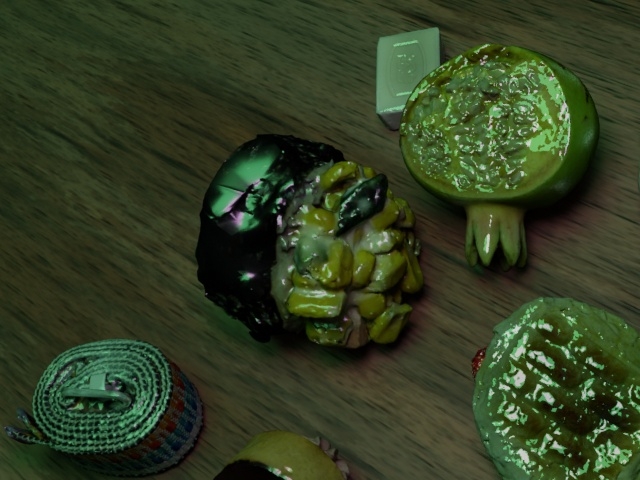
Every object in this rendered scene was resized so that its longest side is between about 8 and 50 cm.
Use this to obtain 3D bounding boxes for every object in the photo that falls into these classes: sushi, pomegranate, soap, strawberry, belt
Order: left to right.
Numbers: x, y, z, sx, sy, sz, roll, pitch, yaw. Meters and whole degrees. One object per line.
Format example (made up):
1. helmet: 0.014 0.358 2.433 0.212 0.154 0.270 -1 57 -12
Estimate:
1. belt: -0.351 0.270 1.820 0.295 0.160 0.207 3 61 25
2. sushi: 0.000 0.000 1.741 0.285 0.329 0.328 13 61 36
3. soap: 0.165 -0.294 2.010 0.121 0.064 0.183 -8 58 16
4. strawberry: 0.273 0.196 1.645 0.096 0.083 0.083 -11 55 4
5. pomegranate: 0.295 -0.130 1.773 0.310 0.216 0.358 0 90 24

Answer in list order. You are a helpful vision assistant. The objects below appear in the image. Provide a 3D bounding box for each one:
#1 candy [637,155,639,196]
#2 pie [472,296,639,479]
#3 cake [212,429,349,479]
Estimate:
1. candy: 0.606 -0.112 1.626 0.295 0.185 0.295 -15 52 21
2. pie: 0.356 0.228 1.547 0.306 0.071 0.306 -2 75 8
3. cake: -0.043 0.364 1.630 0.207 0.185 0.178 -27 6 32
